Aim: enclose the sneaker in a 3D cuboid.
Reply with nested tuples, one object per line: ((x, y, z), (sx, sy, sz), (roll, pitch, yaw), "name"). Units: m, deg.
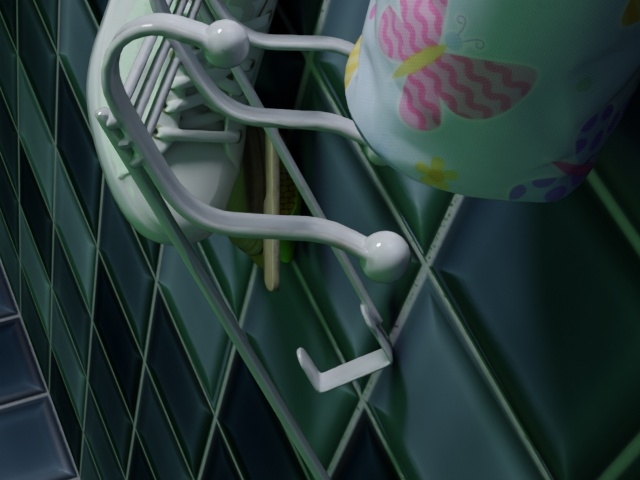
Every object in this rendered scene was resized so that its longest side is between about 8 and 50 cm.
((-0.080, -0.135, 0.759), (0.123, 0.106, 0.290), (14, 104, 59), "sneaker")

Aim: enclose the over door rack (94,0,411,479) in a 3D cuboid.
((0.000, 0.000, 0.603), (0.239, 0.108, 0.324), (-85, -19, -61), "over door rack")

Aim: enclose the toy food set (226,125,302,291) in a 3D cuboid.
((-0.048, -0.047, 0.880), (0.192, 0.038, 0.132), (-141, 49, -62), "toy food set")

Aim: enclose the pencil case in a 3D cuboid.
((0.079, -0.139, 0.417), (0.124, 0.113, 0.273), (44, 145, 28), "pencil case")
